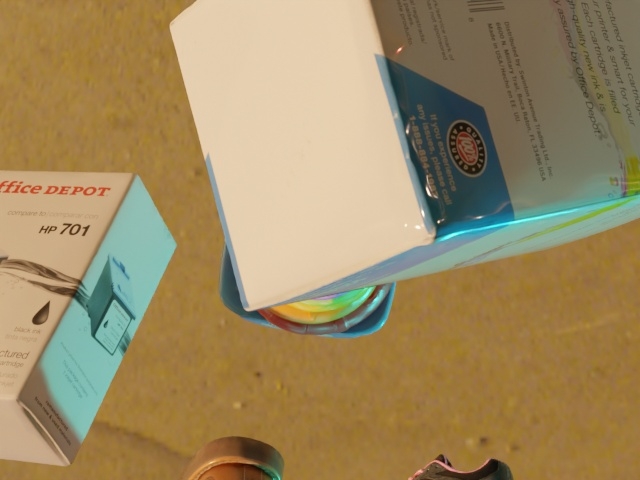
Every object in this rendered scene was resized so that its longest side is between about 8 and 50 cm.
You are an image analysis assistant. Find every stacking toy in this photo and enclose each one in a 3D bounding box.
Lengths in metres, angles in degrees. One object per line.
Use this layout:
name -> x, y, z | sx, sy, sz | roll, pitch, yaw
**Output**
stacking toy -> 0.000, 0.000, 1.272 | 0.175, 0.166, 0.302 | 10, 174, -3

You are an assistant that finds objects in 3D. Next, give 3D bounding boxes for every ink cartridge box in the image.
ink cartridge box -> 0.074, -0.076, 0.759 | 0.232, 0.171, 0.168 | -10, 171, -36
ink cartridge box -> -0.200, 0.046, 0.944 | 0.139, 0.191, 0.082 | 2, 141, 25

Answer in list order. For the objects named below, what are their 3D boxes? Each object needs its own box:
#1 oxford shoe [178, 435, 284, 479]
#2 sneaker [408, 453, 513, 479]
oxford shoe -> -0.084, 0.212, 0.906 | 0.076, 0.076, 0.212 | 15, 136, -12
sneaker -> 0.061, 0.153, 0.817 | 0.119, 0.057, 0.047 | -12, 143, 25
